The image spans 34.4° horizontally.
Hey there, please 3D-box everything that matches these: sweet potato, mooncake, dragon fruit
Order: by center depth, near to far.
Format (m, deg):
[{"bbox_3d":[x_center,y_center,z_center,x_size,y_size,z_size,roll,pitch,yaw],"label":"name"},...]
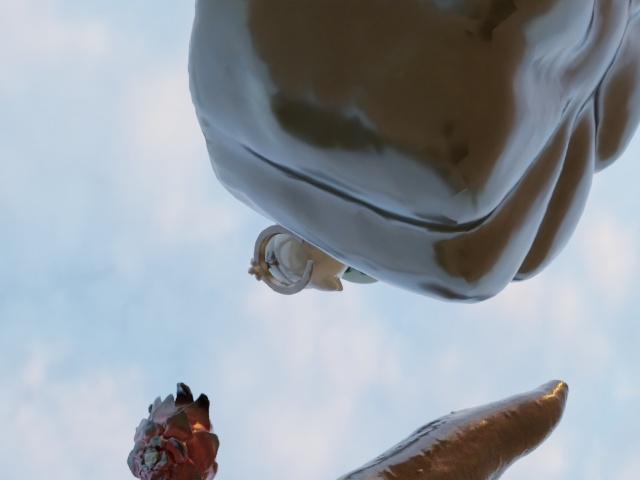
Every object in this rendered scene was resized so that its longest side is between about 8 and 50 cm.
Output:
[{"bbox_3d":[0.103,-0.148,0.639,0.378,0.200,0.378,-49,-23,-29],"label":"mooncake"},{"bbox_3d":[0.105,0.172,0.789,0.243,0.077,0.077,-18,-79,-35],"label":"sweet potato"},{"bbox_3d":[-0.193,0.270,1.350,0.121,0.130,0.142,85,-164,-50],"label":"dragon fruit"}]

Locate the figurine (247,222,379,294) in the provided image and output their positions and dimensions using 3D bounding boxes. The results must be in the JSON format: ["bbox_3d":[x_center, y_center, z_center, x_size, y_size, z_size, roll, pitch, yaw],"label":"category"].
[{"bbox_3d":[0.000,0.000,1.008,0.153,0.132,0.132,-26,-74,-52],"label":"figurine"}]
